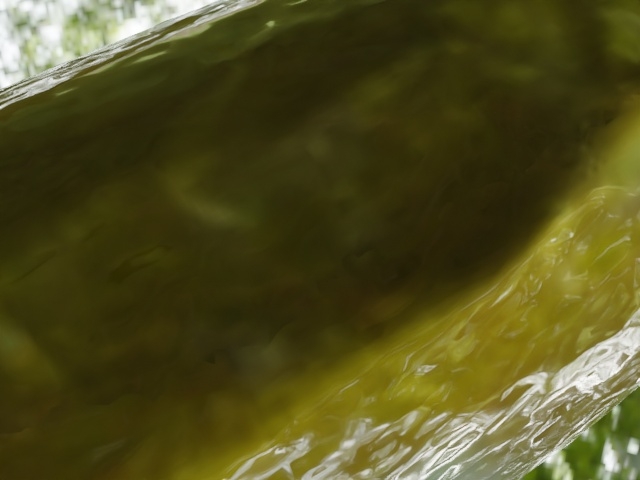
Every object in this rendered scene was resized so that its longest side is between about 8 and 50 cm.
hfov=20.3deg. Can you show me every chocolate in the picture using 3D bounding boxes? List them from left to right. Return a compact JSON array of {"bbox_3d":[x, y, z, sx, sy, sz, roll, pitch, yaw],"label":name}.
[{"bbox_3d":[0.000,0.000,0.444,0.445,0.162,0.162,-27,-122,-16],"label":"chocolate"}]
